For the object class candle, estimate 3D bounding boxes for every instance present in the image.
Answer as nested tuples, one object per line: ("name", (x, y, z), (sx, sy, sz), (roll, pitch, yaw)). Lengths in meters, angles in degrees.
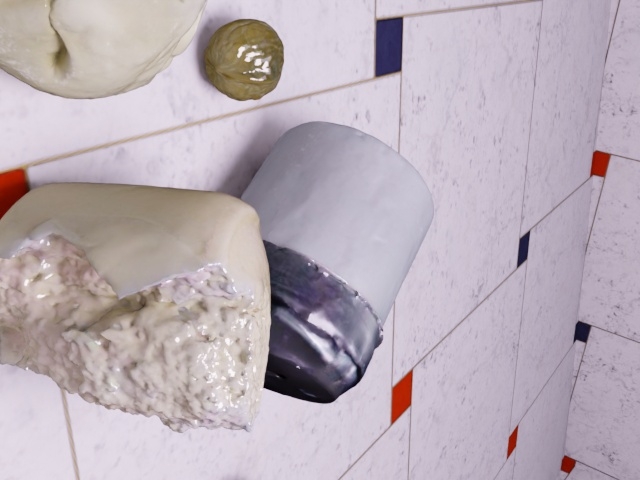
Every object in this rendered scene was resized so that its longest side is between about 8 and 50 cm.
("candle", (0.000, 0.000, 0.790), (0.342, 0.221, 0.221), (-62, 145, -26))

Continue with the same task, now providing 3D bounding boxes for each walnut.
("walnut", (-0.078, -0.188, 0.728), (0.092, 0.092, 0.092), (-27, 123, -51))

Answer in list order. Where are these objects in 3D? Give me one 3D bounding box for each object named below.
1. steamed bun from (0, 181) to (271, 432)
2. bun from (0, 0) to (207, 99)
("steamed bun", (-0.157, 0.049, 0.558), (0.170, 0.226, 0.200), (74, 20, -80))
("bun", (-0.166, -0.228, 0.503), (0.259, 0.160, 0.259), (-28, 126, -47))
